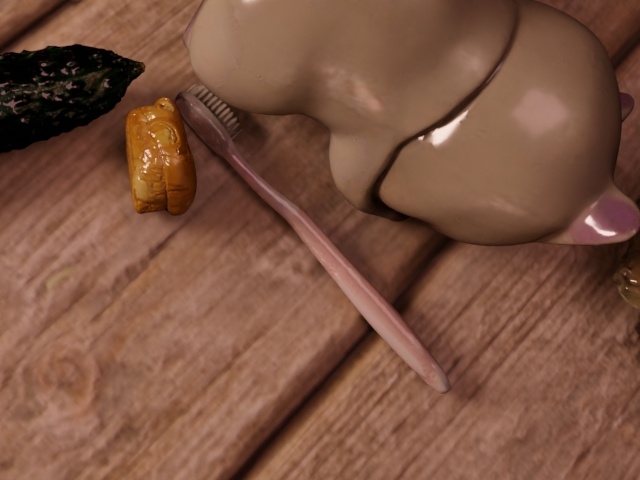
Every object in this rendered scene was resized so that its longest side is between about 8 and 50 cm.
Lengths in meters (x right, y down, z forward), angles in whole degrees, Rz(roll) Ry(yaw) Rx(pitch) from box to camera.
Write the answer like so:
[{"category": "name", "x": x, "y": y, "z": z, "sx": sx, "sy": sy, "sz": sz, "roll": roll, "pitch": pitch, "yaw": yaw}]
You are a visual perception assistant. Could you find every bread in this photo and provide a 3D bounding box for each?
[{"category": "bread", "x": -0.113, "y": -0.056, "z": 0.941, "sx": 0.046, "sy": 0.083, "sz": 0.081, "roll": -8, "pitch": 112, "yaw": -10}]

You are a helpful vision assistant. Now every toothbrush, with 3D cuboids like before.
[{"category": "toothbrush", "x": 0.000, "y": 0.000, "z": 1.016, "sx": 0.307, "sy": 0.025, "sz": 0.029, "roll": 49, "pitch": 50, "yaw": -7}]

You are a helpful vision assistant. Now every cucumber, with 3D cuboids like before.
[{"category": "cucumber", "x": -0.248, "y": -0.076, "z": 0.877, "sx": 0.300, "sy": 0.072, "sz": 0.072, "roll": -21, "pitch": 86, "yaw": -35}]

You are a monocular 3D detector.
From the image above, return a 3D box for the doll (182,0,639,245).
[{"category": "doll", "x": 0.063, "y": -0.139, "z": 0.992, "sx": 0.370, "sy": 0.226, "sz": 0.215, "roll": 45, "pitch": 28, "yaw": -21}]

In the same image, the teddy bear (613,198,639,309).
[{"category": "teddy bear", "x": 0.355, "y": 0.048, "z": 1.123, "sx": 0.256, "sy": 0.156, "sz": 0.267, "roll": 43, "pitch": 61, "yaw": -9}]
